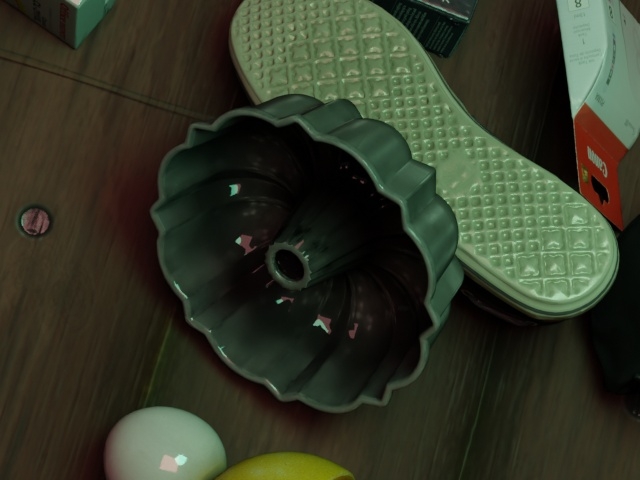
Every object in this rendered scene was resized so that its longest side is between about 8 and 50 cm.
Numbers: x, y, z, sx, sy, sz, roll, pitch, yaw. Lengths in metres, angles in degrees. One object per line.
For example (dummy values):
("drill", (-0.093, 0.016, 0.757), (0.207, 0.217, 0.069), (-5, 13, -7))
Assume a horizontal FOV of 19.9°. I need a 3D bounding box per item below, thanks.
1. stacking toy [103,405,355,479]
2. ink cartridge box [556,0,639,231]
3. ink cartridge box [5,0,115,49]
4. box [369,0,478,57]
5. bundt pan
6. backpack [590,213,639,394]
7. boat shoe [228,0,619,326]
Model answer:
("stacking toy", (-0.020, 0.323, 1.725), (0.480, 0.350, 0.350), (33, 71, 21))
("ink cartridge box", (0.309, -0.144, 1.930), (0.066, 0.189, 0.232), (-15, 72, 20))
("ink cartridge box", (-0.303, -0.293, 1.900), (0.175, 0.127, 0.072), (35, 73, 2))
("box", (0.081, -0.317, 1.980), (0.207, 0.108, 0.153), (22, 72, -2))
("bundt pan", (0.000, 0.000, 1.788), (0.331, 0.331, 0.124), (45, 43, 5))
("backpack", (0.475, 0.007, 1.869), (0.356, 0.290, 0.273), (-3, 67, -18))
("boat shoe", (0.096, -0.084, 1.898), (0.500, 0.156, 0.187), (41, 77, 16))
